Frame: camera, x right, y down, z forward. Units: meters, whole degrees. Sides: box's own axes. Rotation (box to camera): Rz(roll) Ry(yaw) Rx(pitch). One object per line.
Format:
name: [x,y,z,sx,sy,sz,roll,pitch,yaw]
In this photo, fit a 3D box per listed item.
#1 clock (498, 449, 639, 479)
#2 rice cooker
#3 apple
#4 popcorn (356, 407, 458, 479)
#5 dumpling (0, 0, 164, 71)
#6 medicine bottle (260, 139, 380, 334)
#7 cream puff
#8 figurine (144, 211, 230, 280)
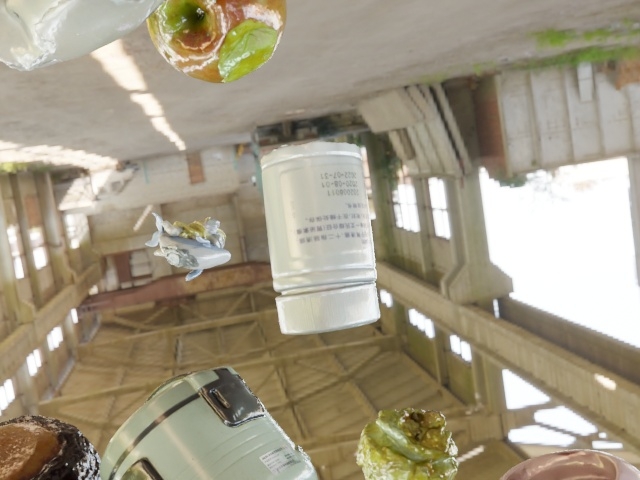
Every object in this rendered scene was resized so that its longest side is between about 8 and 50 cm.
clock: [0.479,0.529,1.435,0.368,0.250,0.377,-15,174,19]
rice cooker: [-0.140,0.284,0.933,0.226,0.226,0.244,-14,-129,-43]
apple: [-0.242,-0.549,1.812,0.340,0.339,0.339,-9,-174,1]
popcorn: [0.192,0.472,1.669,0.221,0.183,0.204,12,-150,-15]
dumpling: [-0.419,-0.455,1.308,0.341,0.260,0.181,-29,165,34]
medicine bottle: [0.000,0.000,1.390,0.190,0.332,0.190,-6,174,-1]
cream puff: [-0.407,0.347,1.012,0.239,0.164,0.239,-10,-157,4]
figurine: [-0.315,0.004,1.832,0.209,0.128,0.184,24,-150,3]
